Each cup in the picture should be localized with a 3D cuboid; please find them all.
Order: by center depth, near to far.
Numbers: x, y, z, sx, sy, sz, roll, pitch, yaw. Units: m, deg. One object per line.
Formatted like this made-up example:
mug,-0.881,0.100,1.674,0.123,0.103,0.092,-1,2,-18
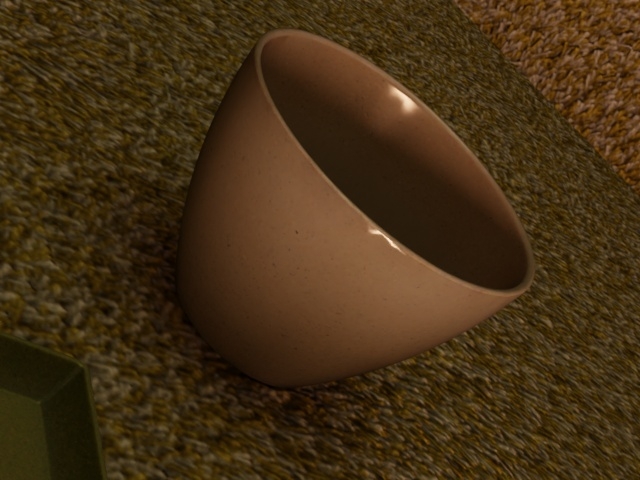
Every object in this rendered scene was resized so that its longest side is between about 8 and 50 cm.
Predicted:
cup,0.000,0.000,1.406,0.331,0.237,0.331,34,26,-20

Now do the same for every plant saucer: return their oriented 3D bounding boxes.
plant saucer,-0.240,0.137,1.048,0.188,0.045,0.188,26,29,-35
